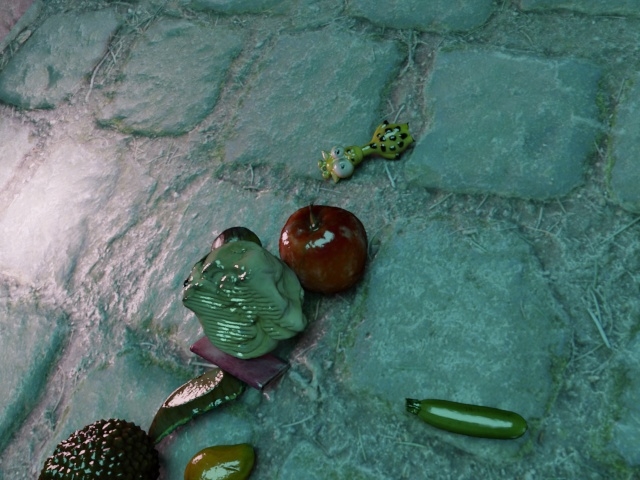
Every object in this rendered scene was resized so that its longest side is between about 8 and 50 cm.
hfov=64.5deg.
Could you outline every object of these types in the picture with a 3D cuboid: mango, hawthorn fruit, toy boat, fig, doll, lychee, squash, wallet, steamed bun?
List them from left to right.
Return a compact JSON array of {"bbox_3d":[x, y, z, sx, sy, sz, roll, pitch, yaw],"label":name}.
[{"bbox_3d":[-0.477,0.535,1.123,0.267,0.267,0.268,-7,60,12],"label":"lychee"},{"bbox_3d":[-0.322,0.406,1.235,0.293,0.099,0.108,-34,31,-5],"label":"toy boat"},{"bbox_3d":[-0.227,0.523,1.148,0.165,0.089,0.115,-7,50,9],"label":"mango"},{"bbox_3d":[-0.224,0.087,1.373,0.149,0.149,0.245,-12,70,9],"label":"fig"},{"bbox_3d":[-0.204,0.291,1.268,0.232,0.025,0.119,21,30,25],"label":"wallet"},{"bbox_3d":[-0.171,0.127,1.236,0.268,0.280,0.207,-26,22,30],"label":"steamed bun"},{"bbox_3d":[0.000,0.000,1.264,0.241,0.272,0.242,-5,57,8],"label":"hawthorn fruit"},{"bbox_3d":[0.132,-0.264,1.484,0.291,0.086,0.117,-21,87,5],"label":"doll"},{"bbox_3d":[0.307,0.380,1.082,0.252,0.066,0.066,4,63,19],"label":"squash"}]
